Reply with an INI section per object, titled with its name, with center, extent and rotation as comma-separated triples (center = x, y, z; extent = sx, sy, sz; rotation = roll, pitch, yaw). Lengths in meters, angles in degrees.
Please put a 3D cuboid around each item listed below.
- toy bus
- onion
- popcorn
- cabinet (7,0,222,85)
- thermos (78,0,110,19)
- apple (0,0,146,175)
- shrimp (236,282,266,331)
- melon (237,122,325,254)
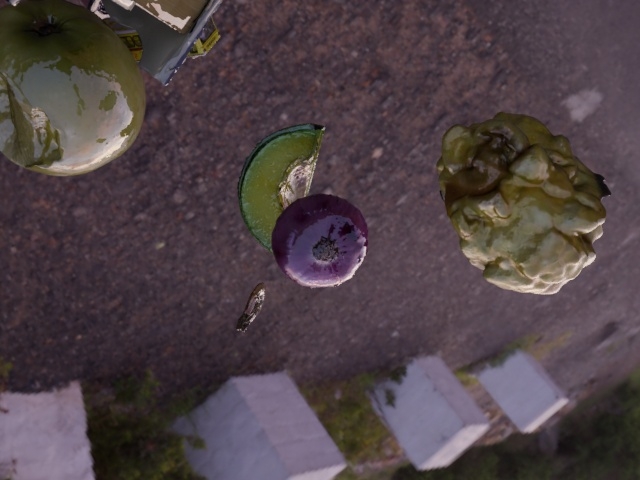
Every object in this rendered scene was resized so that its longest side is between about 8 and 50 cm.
[toy bus]
center = -0.285, -0.344, 1.416
extent = 0.081, 0.226, 0.074
rotation = -61, 144, -44
[onion]
center = 0.000, 0.000, 0.976
extent = 0.115, 0.115, 0.104
rotation = -39, -171, 0
[popcorn]
center = 0.289, -0.061, 1.239
extent = 0.252, 0.286, 0.215
rotation = 2, 143, -38
[cabinet]
center = -0.200, -0.368, 0.810
extent = 0.318, 0.227, 0.290
rotation = -53, 164, 8
[thermos]
center = -0.494, -0.561, 1.582
extent = 0.136, 0.330, 0.109
rotation = -39, 170, 1
[apple]
center = -0.409, -0.239, 1.320
extent = 0.279, 0.279, 0.279
rotation = -29, 151, -18
[shrimp]
center = -0.117, 0.110, 1.418
extent = 0.108, 0.023, 0.059
rotation = -57, 160, -54
[melon]
center = -0.086, -0.091, 1.600
extent = 0.169, 0.129, 0.265
rotation = 96, 9, -76
